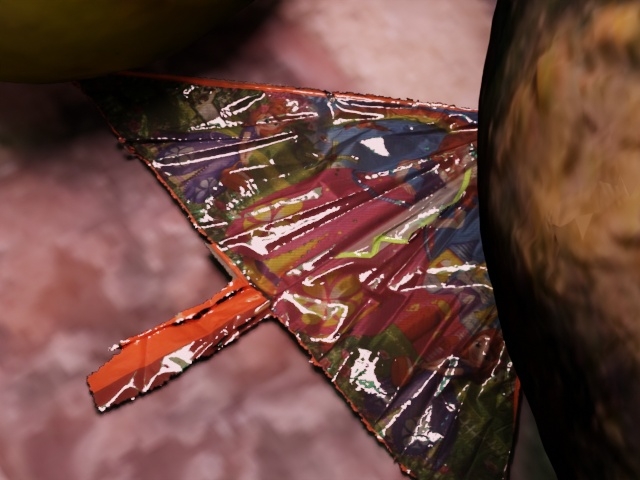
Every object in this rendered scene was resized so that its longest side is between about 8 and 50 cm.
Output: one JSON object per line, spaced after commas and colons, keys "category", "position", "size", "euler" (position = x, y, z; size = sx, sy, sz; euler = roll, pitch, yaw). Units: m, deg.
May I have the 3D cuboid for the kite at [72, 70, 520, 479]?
{"category": "kite", "position": [0.000, 0.000, 0.666], "size": [0.189, 0.009, 0.232], "euler": [-32, 64, -17]}

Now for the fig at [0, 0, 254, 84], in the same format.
{"category": "fig", "position": [-0.077, -0.146, 0.666], "size": [0.225, 0.203, 0.203], "euler": [5, 47, -49]}

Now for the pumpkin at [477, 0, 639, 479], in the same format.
{"category": "pumpkin", "position": [0.257, -0.022, 0.494], "size": [0.454, 0.344, 0.454], "euler": [1, 65, -3]}
